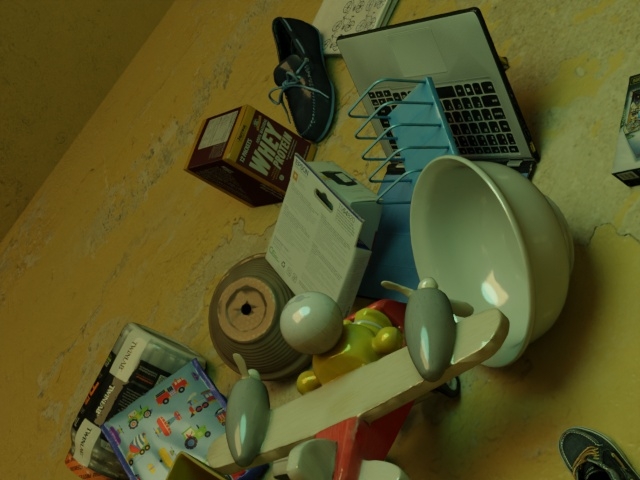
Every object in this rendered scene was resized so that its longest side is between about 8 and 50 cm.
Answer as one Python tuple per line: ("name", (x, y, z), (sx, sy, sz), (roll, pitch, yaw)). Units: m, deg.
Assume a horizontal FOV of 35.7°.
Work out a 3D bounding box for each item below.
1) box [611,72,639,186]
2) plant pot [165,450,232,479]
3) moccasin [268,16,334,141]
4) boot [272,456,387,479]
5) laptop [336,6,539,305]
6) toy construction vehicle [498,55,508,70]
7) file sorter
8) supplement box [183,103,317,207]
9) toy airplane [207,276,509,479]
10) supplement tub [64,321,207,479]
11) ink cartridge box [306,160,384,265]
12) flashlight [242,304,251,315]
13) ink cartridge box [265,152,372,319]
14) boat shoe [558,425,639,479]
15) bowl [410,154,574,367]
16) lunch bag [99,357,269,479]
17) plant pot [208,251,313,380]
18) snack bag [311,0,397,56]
("box", (0.501, -0.167, 1.298), (0.233, 0.044, 0.159), (-11, 56, 53))
("plant pot", (-0.152, 0.487, 1.578), (0.212, 0.187, 0.212), (9, 73, 57))
("moccasin", (-0.059, -0.357, 2.197), (0.137, 0.117, 0.342), (-47, 40, 34))
("boot", (0.011, 0.310, 1.572), (0.258, 0.095, 0.123), (-22, 54, 48))
("laptop", (0.135, -0.126, 1.637), (0.236, 0.407, 0.382), (-35, 21, -26))
("toy construction vehicle", (0.282, -0.270, 1.722), (0.098, 0.035, 0.085), (-36, 38, 36))
("file sorter", (0.126, -0.151, 1.536), (0.118, 0.105, 0.170), (-43, 57, 51))
("supplement box", (-0.152, -0.176, 2.136), (0.194, 0.191, 0.129), (-7, 59, 55))
("toy airplane", (0.028, 0.199, 1.329), (0.386, 0.272, 0.384), (-36, 9, -14))
("supplement tub", (-0.384, 0.345, 2.040), (0.193, 0.194, 0.316), (20, 81, 59))
("ink cartridge box", (0.024, -0.048, 1.734), (0.175, 0.072, 0.127), (41, 128, 48))
("flashlight", (-0.046, 0.032, 1.901), (0.304, 0.103, 0.103), (-58, -6, 0))
("ink cartridge box", (0.000, 0.000, 1.665), (0.223, 0.045, 0.224), (49, 132, 41))
("boat shoe", (0.321, 0.266, 1.161), (0.065, 0.083, 0.183), (-56, 30, 7))
("bowl", (0.253, 0.015, 1.371), (0.298, 0.134, 0.297), (47, 145, 49))
("lunch bag", (-0.237, 0.392, 1.804), (0.221, 0.138, 0.293), (-36, 39, -8))
("plant pot", (-0.111, 0.131, 1.787), (0.237, 0.110, 0.237), (-5, 76, 23))
("snack bag", (0.098, -0.566, 2.249), (0.323, 0.037, 0.342), (19, 81, 60))
